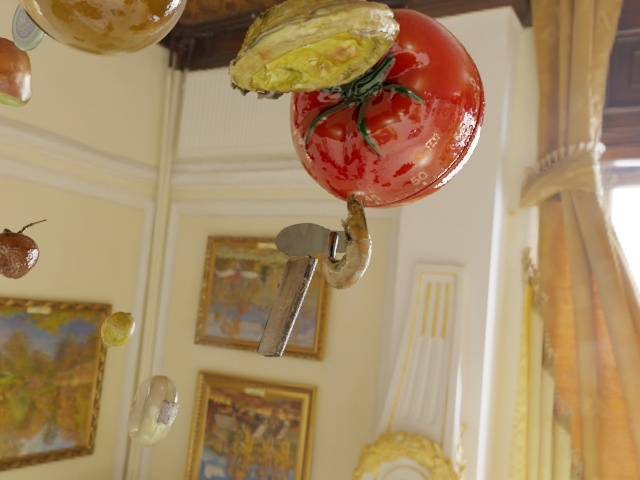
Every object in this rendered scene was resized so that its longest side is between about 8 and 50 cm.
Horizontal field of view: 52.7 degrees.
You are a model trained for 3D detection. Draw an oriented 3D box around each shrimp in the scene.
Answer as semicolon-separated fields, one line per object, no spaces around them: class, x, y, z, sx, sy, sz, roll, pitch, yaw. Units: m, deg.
shrimp;0.041;0.003;0.992;0.045;0.163;0.095;18;145;-24

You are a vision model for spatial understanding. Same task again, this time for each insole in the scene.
insole;0.000;0.000;1.371;0.253;0.086;0.005;4;-145;-45

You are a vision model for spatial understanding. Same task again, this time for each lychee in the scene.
lychee;-0.678;0.023;1.438;0.114;0.101;0.140;9;-150;-30

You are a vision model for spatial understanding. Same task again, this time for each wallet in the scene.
wallet;-0.073;0.144;1.416;0.031;0.232;0.122;26;161;-22

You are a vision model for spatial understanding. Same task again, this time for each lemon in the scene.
lemon;-0.404;0.178;1.285;0.062;0.083;0.062;27;156;13

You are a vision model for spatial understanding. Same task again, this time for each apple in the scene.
apple;-0.779;-0.402;1.531;0.173;0.160;0.195;-7;-179;-30

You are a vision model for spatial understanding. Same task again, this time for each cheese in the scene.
cheese;-0.308;0.323;1.224;0.064;0.137;0.227;20;161;-24

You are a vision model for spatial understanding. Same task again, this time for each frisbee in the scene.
frisbee;-0.528;-0.399;1.175;0.110;0.110;0.014;2;176;32

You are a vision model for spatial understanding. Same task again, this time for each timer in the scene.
timer;0.126;-0.246;1.251;0.377;0.378;0.279;2;163;32

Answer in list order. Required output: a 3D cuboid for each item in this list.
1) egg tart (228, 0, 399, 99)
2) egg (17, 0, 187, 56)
egg tart;-0.016;-0.300;0.983;0.278;0.095;0.279;-15;175;-1
egg;-0.348;-0.437;1.027;0.282;0.283;0.351;8;-167;-24
